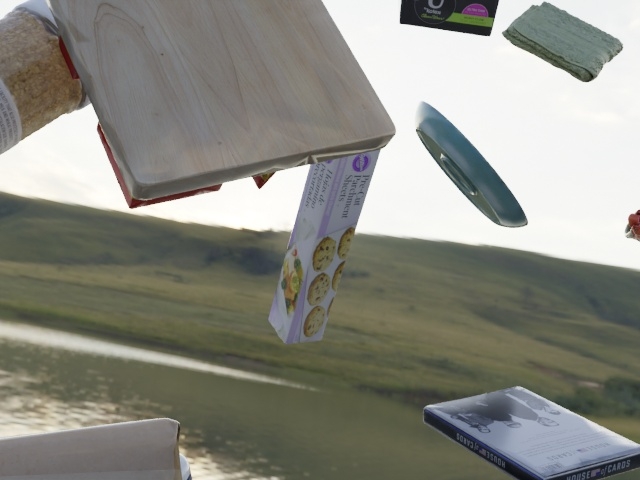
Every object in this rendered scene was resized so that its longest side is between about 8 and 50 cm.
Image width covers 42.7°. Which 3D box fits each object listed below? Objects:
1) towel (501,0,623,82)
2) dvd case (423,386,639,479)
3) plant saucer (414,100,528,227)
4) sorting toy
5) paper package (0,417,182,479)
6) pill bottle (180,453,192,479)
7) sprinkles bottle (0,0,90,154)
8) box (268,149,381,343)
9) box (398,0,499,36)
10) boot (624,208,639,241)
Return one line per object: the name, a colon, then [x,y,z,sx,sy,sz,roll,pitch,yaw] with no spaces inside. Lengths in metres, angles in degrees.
towel: [0.336,-0.278,1.137,0.148,0.110,0.027,34,-35,21]
dvd case: [0.279,0.258,1.090,0.179,0.029,0.239,-5,13,-28]
plant saucer: [0.281,-0.137,1.590,0.317,0.044,0.317,49,2,-3]
sorting toy: [-0.103,-0.155,0.763,0.256,0.257,0.089,-15,-23,-31]
paper package: [-0.301,0.266,0.714,0.325,0.168,0.309,-2,-18,-24]
pill bottle: [-0.186,0.296,0.979,0.067,0.120,0.067,-5,23,2]
sprinkles bottle: [-0.361,-0.118,0.780,0.121,0.355,0.121,26,-41,25]
box: [0.000,0.000,1.139,0.067,0.323,0.063,-3,34,-33]
box: [0.084,-0.177,0.535,0.062,0.083,0.052,6,-53,-1]
boot: [0.475,-0.019,1.143,0.085,0.059,0.158,23,-10,11]
